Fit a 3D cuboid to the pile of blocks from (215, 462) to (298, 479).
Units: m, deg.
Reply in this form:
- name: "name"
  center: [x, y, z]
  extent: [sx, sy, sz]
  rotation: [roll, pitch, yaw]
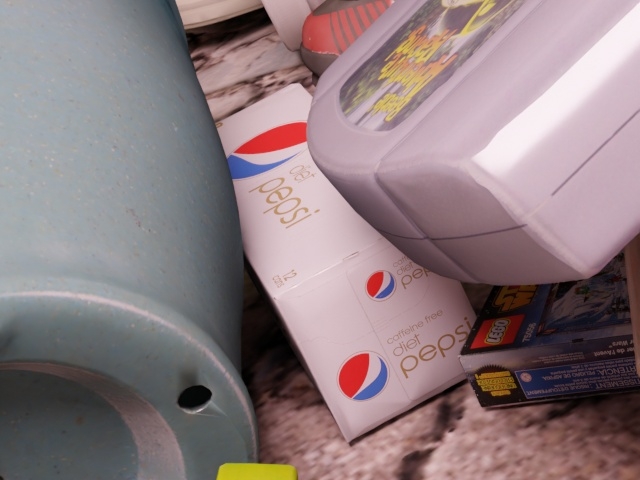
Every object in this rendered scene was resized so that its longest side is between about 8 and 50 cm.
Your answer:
- name: "pile of blocks"
  center: [-0.082, 0.134, 0.433]
  extent: [0.362, 0.149, 0.112]
  rotation: [-21, 24, 14]

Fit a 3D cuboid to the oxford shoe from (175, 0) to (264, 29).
- name: "oxford shoe"
  center: [0.018, -0.300, 1.265]
  extent: [0.169, 0.130, 0.449]
  rotation: [4, 39, 47]

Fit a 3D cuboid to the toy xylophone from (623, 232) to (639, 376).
- name: "toy xylophone"
  center: [0.176, -0.074, 0.536]
  extent: [0.236, 0.081, 0.322]
  rotation: [-35, 15, 15]

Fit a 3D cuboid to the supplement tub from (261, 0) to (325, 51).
- name: "supplement tub"
  center: [0.069, -0.247, 1.016]
  extent: [0.272, 0.191, 0.191]
  rotation: [-25, 23, 4]

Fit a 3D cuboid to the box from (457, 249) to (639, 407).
- name: "box"
  center: [0.118, 0.009, 0.637]
  extent: [0.094, 0.027, 0.137]
  rotation: [-9, 28, 31]

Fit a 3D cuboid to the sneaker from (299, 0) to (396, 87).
- name: "sneaker"
  center: [0.103, -0.172, 0.899]
  extent: [0.276, 0.135, 0.097]
  rotation: [-21, 26, 16]

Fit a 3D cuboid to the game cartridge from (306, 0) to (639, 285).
- name: "game cartridge"
  center: [0.082, -0.078, 0.536]
  extent: [0.196, 0.060, 0.294]
  rotation: [-48, 11, 3]

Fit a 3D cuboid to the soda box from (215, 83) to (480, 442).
- name: "soda box"
  center: [0.000, 0.000, 0.720]
  extent: [0.069, 0.074, 0.216]
  rotation: [-29, 23, -4]

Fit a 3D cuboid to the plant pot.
- name: "plant pot"
  center: [-0.147, 0.020, 0.614]
  extent: [0.272, 0.271, 0.255]
  rotation: [-27, 41, -2]
